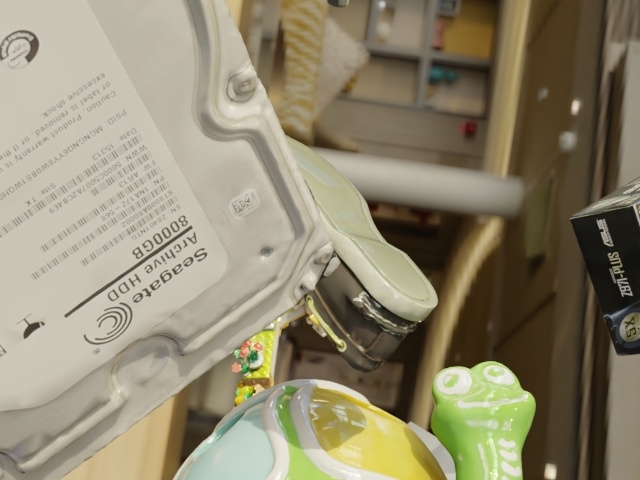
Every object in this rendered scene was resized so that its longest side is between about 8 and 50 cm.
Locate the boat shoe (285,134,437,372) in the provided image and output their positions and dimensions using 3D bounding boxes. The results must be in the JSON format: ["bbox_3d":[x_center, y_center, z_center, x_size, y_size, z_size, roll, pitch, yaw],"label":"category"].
[{"bbox_3d":[0.000,0.000,0.900,0.068,0.081,0.228,-56,-141,19],"label":"boat shoe"}]

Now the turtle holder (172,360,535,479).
[{"bbox_3d":[0.001,0.216,0.959,0.320,0.243,0.227,116,-25,-45],"label":"turtle holder"}]

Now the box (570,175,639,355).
[{"bbox_3d":[0.344,0.011,1.239,0.180,0.077,0.147,-27,100,-41],"label":"box"}]

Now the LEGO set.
[{"bbox_3d":[-0.045,0.091,1.554,0.287,0.132,0.107,-45,143,-25],"label":"LEGO set"}]

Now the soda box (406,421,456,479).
[{"bbox_3d":[0.139,0.308,1.515,0.091,0.098,0.286,63,-12,-13],"label":"soda box"}]

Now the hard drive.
[{"bbox_3d":[-0.135,-0.027,0.530,0.064,0.237,0.339,47,-12,36],"label":"hard drive"}]

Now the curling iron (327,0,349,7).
[{"bbox_3d":[0.021,-0.307,0.935,0.068,0.035,0.274,-131,-145,-56],"label":"curling iron"}]
